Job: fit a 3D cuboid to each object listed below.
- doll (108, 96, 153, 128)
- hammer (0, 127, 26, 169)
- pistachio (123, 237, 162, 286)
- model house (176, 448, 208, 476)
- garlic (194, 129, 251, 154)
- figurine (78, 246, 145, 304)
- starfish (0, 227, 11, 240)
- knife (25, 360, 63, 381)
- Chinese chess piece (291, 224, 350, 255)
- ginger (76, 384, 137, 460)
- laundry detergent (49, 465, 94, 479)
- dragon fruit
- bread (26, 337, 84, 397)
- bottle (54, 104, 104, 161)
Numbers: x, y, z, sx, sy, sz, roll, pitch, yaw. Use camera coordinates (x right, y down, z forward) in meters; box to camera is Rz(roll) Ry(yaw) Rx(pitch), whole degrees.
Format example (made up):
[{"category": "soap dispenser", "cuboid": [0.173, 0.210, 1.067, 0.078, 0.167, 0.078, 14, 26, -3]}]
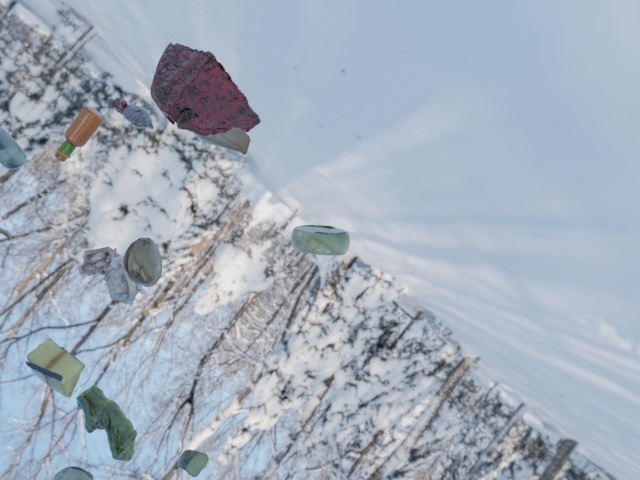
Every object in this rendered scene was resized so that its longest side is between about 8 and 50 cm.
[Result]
[{"category": "doll", "cuboid": [-0.661, -0.445, 1.702, 0.180, 0.079, 0.094, 29, 145, -7]}, {"category": "hammer", "cuboid": [-0.910, -0.266, 1.366, 0.194, 0.069, 0.116, 19, 148, 35]}, {"category": "pistachio", "cuboid": [-0.531, 0.065, 1.465, 0.113, 0.149, 0.113, 4, 176, 0]}, {"category": "model house", "cuboid": [-0.429, 0.736, 1.627, 0.083, 0.078, 0.066, -8, 127, 49]}, {"category": "garlic", "cuboid": [-0.405, -0.444, 1.963, 0.112, 0.143, 0.318, -15, 159, 40]}, {"category": "figurine", "cuboid": [-0.685, 0.121, 1.625, 0.237, 0.162, 0.141, 38, -144, 22]}, {"category": "starfish", "cuboid": [-0.687, -0.046, 0.909, 0.176, 0.053, 0.208, 2, 162, 37]}, {"category": "knife", "cuboid": [-0.850, 0.402, 1.496, 0.121, 0.018, 0.031, 32, 144, -17]}, {"category": "Chinese chess piece", "cuboid": [0.000, 0.000, 1.551, 0.189, 0.083, 0.188, 6, -171, -1]}, {"category": "ginger", "cuboid": [-0.717, 0.611, 1.635, 0.290, 0.137, 0.089, 35, 172, 13]}, {"category": "laundry detergent", "cuboid": [-0.729, 0.814, 1.258, 0.125, 0.264, 0.398, 37, -175, -19]}, {"category": "dragon fruit", "cuboid": [-0.312, -0.418, 1.439, 0.330, 0.302, 0.240, 26, 151, -33]}, {"category": "bread", "cuboid": [-1.209, 0.595, 2.242, 0.240, 0.135, 0.178, 30, 135, 11]}, {"category": "bottle", "cuboid": [-0.734, -0.317, 1.470, 0.069, 0.187, 0.069, 41, -174, -6]}]
